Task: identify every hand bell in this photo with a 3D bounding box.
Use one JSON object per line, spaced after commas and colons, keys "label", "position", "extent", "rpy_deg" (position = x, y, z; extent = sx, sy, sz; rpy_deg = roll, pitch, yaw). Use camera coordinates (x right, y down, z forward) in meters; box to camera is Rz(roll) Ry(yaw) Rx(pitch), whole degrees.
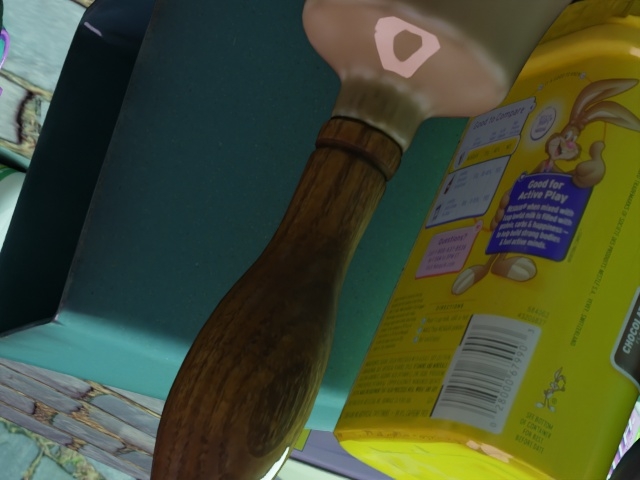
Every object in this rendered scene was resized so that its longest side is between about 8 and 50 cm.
{"label": "hand bell", "position": [0.008, -0.019, 0.503], "extent": [0.126, 0.242, 0.126], "rpy_deg": [22, 163, 7]}

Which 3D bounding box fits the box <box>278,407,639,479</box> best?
{"label": "box", "position": [0.099, 0.148, 1.130], "extent": [0.213, 0.117, 0.243], "rpy_deg": [16, 163, 27]}

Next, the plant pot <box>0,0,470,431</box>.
{"label": "plant pot", "position": [0.000, 0.000, 0.740], "extent": [0.234, 0.165, 0.166], "rpy_deg": [20, 166, -18]}

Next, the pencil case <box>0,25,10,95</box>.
{"label": "pencil case", "position": [-0.241, -0.109, 0.893], "extent": [0.152, 0.064, 0.070], "rpy_deg": [23, 163, 3]}

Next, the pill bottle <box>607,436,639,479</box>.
{"label": "pill bottle", "position": [0.181, 0.097, 0.604], "extent": [0.130, 0.130, 0.246], "rpy_deg": [13, -156, 35]}

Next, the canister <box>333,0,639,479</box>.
{"label": "canister", "position": [0.079, 0.008, 0.614], "extent": [0.073, 0.170, 0.126], "rpy_deg": [30, 163, -19]}

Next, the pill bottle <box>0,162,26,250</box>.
{"label": "pill bottle", "position": [-0.297, -0.021, 1.157], "extent": [0.208, 0.117, 0.117], "rpy_deg": [21, 164, 11]}

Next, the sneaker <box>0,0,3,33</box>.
{"label": "sneaker", "position": [-0.215, -0.144, 0.738], "extent": [0.106, 0.078, 0.234], "rpy_deg": [7, 159, 28]}

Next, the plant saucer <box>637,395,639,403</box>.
{"label": "plant saucer", "position": [0.187, 0.065, 0.824], "extent": [0.195, 0.037, 0.195], "rpy_deg": [19, -177, -1]}
